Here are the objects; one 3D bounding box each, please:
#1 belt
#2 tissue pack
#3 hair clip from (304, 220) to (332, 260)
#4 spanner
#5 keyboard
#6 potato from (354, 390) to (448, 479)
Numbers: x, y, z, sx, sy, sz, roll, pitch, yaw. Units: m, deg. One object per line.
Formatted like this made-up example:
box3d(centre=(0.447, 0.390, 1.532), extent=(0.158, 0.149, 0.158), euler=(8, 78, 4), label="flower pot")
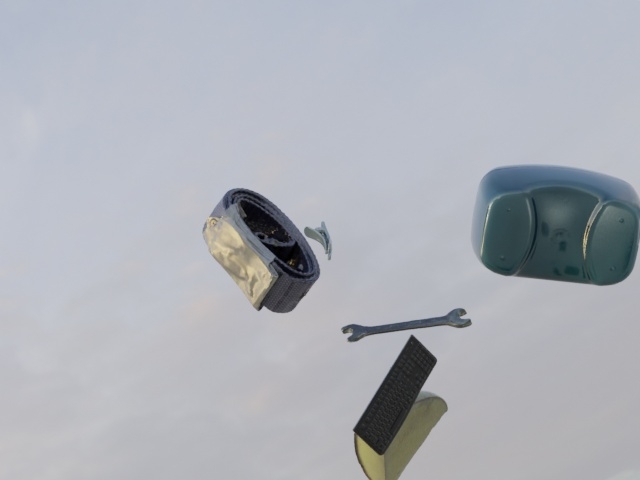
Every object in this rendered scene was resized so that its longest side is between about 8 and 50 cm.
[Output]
box3d(centre=(-0.113, 0.024, 1.613), extent=(0.139, 0.230, 0.126), euler=(-25, -21, -49), label="belt")
box3d(centre=(0.419, -0.036, 1.625), extent=(0.287, 0.206, 0.198), euler=(4, -68, 5), label="tissue pack")
box3d(centre=(0.000, 0.001, 1.518), extent=(0.039, 0.115, 0.030), euler=(-10, -69, -8), label="hair clip")
box3d(centre=(0.164, 0.165, 1.742), extent=(0.254, 0.054, 0.015), euler=(-9, -56, 9), label="spanner")
box3d(centre=(0.137, 0.372, 1.944), extent=(0.381, 0.103, 0.041), euler=(-52, 15, -26), label="keyboard")
box3d(centre=(0.214, 0.483, 2.348), extent=(0.255, 0.112, 0.269), euler=(-32, -44, -33), label="potato")
